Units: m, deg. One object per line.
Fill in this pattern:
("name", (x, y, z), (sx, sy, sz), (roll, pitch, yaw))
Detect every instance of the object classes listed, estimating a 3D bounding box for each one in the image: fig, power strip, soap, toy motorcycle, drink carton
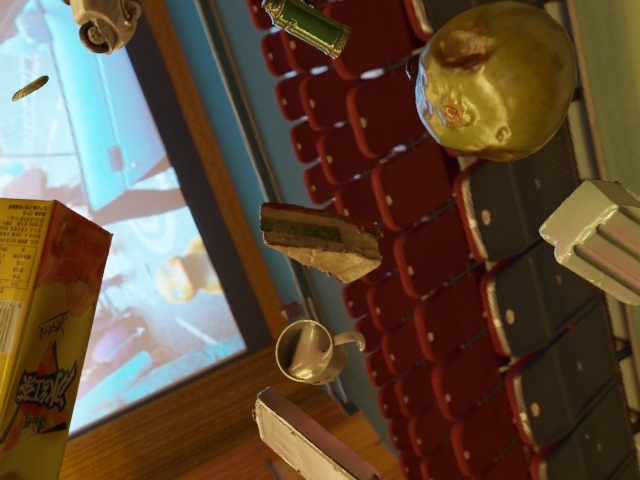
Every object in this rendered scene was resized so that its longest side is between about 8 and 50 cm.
("fig", (0.279, -0.249, 1.003), (0.239, 0.271, 0.239), (37, 151, 25))
("power strip", (-0.007, 0.327, 1.004), (0.278, 0.037, 0.109), (27, 133, 41))
("soap", (0.459, 0.006, 0.976), (0.230, 0.145, 0.091), (27, -152, -26))
("toy motorcycle", (-0.485, -0.534, 1.497), (0.110, 0.170, 0.260), (-23, 75, 42))
("drink carton", (-0.384, 0.133, 0.855), (0.154, 0.111, 0.352), (52, -137, -68))

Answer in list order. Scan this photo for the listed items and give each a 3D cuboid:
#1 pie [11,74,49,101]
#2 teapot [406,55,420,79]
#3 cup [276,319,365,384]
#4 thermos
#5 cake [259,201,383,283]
("pie", (-0.539, -0.283, 1.229), (0.017, 0.085, 0.085), (59, 168, -24))
("teapot", (0.273, -0.359, 1.482), (0.177, 0.096, 0.087), (23, 178, 8))
("cup", (0.004, 0.242, 1.487), (0.134, 0.173, 0.142), (43, -178, 29))
("thermos", (-0.031, -0.457, 1.372), (0.083, 0.187, 0.073), (-63, 20, 10))
("cake", (0.017, -0.007, 1.077), (0.220, 0.116, 0.086), (34, -140, -42))
